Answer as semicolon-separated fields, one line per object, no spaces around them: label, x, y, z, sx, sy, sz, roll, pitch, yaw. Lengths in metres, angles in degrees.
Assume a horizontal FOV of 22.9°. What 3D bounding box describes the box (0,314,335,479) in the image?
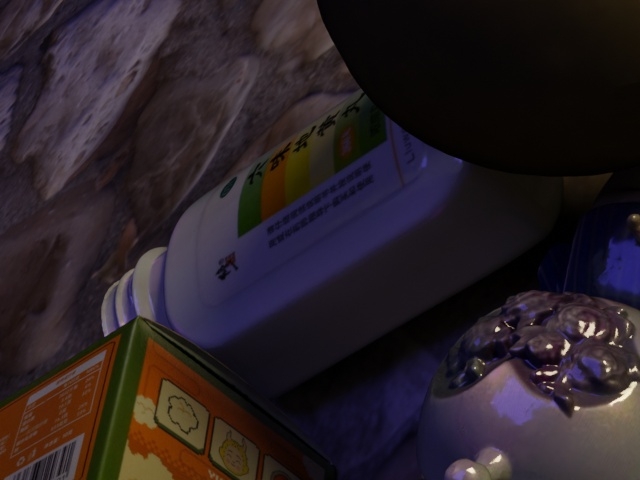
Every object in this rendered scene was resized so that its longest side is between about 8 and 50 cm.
box;-0.122;0.175;0.956;0.195;0.177;0.148;-32;33;30

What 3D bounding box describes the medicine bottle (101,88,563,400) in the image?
medicine bottle;0.000;0.000;1.060;0.324;0.124;0.179;-34;33;30

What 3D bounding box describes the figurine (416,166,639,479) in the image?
figurine;0.153;0.048;0.782;0.274;0.133;0.194;-43;37;-16

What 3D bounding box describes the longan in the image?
longan;0.118;-0.133;0.834;0.246;0.246;0.215;-97;24;-55
